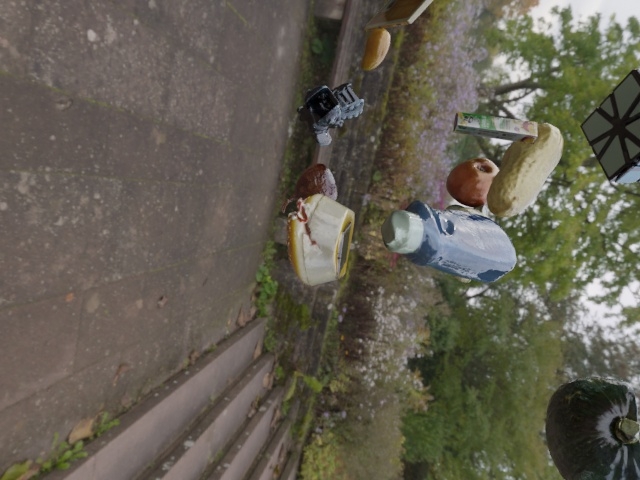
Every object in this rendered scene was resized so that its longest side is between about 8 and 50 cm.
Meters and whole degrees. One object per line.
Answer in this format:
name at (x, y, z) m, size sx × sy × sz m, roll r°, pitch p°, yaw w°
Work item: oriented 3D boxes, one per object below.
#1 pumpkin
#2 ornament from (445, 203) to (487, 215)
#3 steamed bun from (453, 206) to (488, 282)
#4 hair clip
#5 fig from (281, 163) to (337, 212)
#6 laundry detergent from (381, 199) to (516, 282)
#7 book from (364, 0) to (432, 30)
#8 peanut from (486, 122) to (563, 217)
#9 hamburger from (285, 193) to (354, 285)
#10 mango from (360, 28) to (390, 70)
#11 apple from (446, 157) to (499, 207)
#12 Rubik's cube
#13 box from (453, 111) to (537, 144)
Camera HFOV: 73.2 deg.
pumpkin at (0.695, 0.503, 1.117) m, size 0.263 × 0.196 × 0.293 m, roll 62°, pitch 36°, yaw -46°
ornament at (0.551, -0.100, 1.645) m, size 0.074 × 0.156 × 0.081 m, roll 31°, pitch 68°, yaw -49°
steamed bun at (0.449, -0.017, 1.295) m, size 0.213 × 0.110 × 0.231 m, roll -59°, pitch 135°, yaw -29°
hair clip at (0.032, -0.508, 1.704) m, size 0.206 × 0.195 × 0.310 m, roll -34°, pitch 179°, yaw 37°
fig at (-0.050, -0.170, 1.444) m, size 0.134 × 0.200 × 0.146 m, roll 77°, pitch -6°, yaw -62°
laundry detergent at (0.226, -0.005, 0.782) m, size 0.094 × 0.289 × 0.144 m, roll -46°, pitch -134°, yaw 39°
book at (0.223, -0.616, 1.114) m, size 0.170 × 0.018 × 0.242 m, roll -47°, pitch -150°, yaw 2°
peanut at (0.569, -0.193, 1.210) m, size 0.319 × 0.147 × 0.148 m, roll -55°, pitch 164°, yaw -15°
hamburger at (0.000, 0.000, 1.102) m, size 0.295 × 0.151 × 0.227 m, roll 14°, pitch 83°, yaw -82°
mango at (0.234, -0.816, 1.845) m, size 0.184 × 0.102 × 0.085 m, roll -65°, pitch 165°, yaw 6°
apple at (0.592, -0.227, 1.648) m, size 0.201 × 0.201 × 0.162 m, roll -64°, pitch 174°, yaw -47°
Rubik's cube at (1.144, -0.383, 1.473) m, size 0.288 × 0.283 × 0.294 m, roll 110°, pitch -26°, yaw -61°
box at (0.448, -0.290, 1.109) m, size 0.041 × 0.206 × 0.050 m, roll 88°, pitch 14°, yaw -65°
